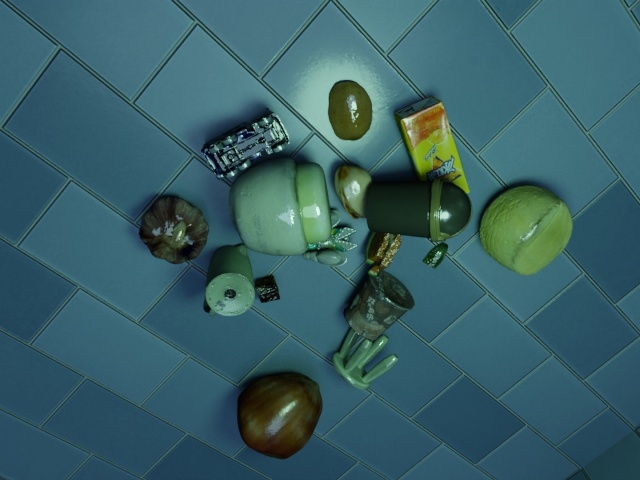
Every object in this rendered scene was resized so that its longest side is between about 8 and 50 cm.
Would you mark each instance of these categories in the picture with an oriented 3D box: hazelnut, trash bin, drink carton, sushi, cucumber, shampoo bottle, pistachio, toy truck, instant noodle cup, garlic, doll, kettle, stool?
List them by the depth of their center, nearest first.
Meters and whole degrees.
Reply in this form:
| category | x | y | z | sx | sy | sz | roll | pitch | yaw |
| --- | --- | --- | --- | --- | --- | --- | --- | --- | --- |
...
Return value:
| category | x | y | z | sx | sy | sz | roll | pitch | yaw |
| --- | --- | --- | --- | --- | --- | --- | --- | --- | --- |
| toy truck | -0.242 | -0.318 | 1.694 | 0.267 | 0.155 | 0.125 | -27 | 116 | 2 |
| shampoo bottle | -0.127 | -0.107 | 1.714 | 0.316 | 0.322 | 0.323 | -11 | 116 | 4 |
| trash bin | 0.333 | -0.107 | 1.741 | 0.333 | 0.214 | 0.215 | 7 | 118 | 20 |
| garlic | -0.501 | -0.025 | 1.790 | 0.244 | 0.161 | 0.245 | -3 | 117 | -6 |
| drink carton | 0.388 | -0.301 | 1.809 | 0.154 | 0.111 | 0.352 | -23 | 116 | 5 |
| pistachio | 0.121 | -0.168 | 1.823 | 0.143 | 0.144 | 0.215 | -24 | 114 | 4 |
| kettle | -0.337 | 0.149 | 1.842 | 0.165 | 0.255 | 0.240 | 35 | 104 | -24 |
| doll | 0.009 | 0.019 | 1.884 | 0.258 | 0.153 | 0.195 | -34 | 88 | 4 |
| sushi | -0.199 | 0.186 | 1.967 | 0.084 | 0.098 | 0.094 | -14 | 114 | -2 |
| instant noodle cup | 0.215 | 0.251 | 2.003 | 0.217 | 0.218 | 0.207 | 29 | 116 | -19 |
| cucumber | 0.457 | 0.058 | 2.034 | 0.067 | 0.035 | 0.108 | 29 | 106 | -18 |
| hazelnut | -0.166 | 0.694 | 2.093 | 0.365 | 0.366 | 0.366 | -3 | 116 | -6 |
| stool | 0.175 | 0.465 | 2.100 | 0.195 | 0.195 | 0.199 | 34 | 105 | -21 |

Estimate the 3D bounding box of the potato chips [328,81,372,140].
| category | x | y | z | sx | sy | sz | roll | pitch | yaw |
| --- | --- | --- | --- | --- | --- | --- | --- | --- | --- |
| potato chips | 0.102 | -0.426 | 1.747 | 0.150 | 0.049 | 0.202 | -2 | 122 | -1 |

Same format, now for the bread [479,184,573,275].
| category | x | y | z | sx | sy | sz | roll | pitch | yaw |
| --- | --- | --- | --- | --- | --- | --- | --- | --- | --- |
| bread | 0.751 | -0.044 | 1.925 | 0.320 | 0.237 | 0.321 | -11 | 128 | -14 |

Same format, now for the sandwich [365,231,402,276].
| category | x | y | z | sx | sy | sz | roll | pitch | yaw |
| --- | --- | --- | --- | --- | --- | --- | --- | --- | --- |
| sandwich | 0.221 | 0.019 | 1.907 | 0.079 | 0.159 | 0.235 | 20 | 105 | -14 |
